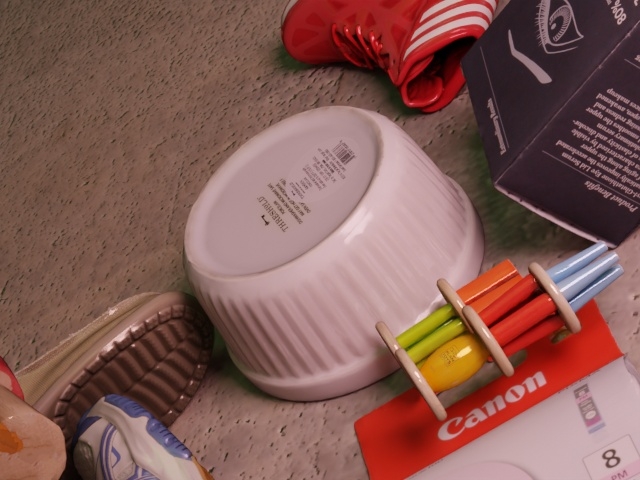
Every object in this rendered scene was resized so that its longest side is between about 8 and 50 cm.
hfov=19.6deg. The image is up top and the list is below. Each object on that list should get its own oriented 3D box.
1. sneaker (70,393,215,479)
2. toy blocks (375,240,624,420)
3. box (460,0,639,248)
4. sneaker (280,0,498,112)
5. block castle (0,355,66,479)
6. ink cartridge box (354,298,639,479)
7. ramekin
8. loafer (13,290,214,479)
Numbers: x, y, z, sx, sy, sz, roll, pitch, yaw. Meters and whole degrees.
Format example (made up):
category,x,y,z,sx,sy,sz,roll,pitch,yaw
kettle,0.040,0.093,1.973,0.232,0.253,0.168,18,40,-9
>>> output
category,x,y,z,sx,sy,sz,roll,pitch,yaw
sneaker,-0.106,0.200,1.167,0.131,0.112,0.296,-45,35,-10
toy blocks,0.115,0.043,1.178,0.148,0.054,0.123,-33,15,-1
box,0.201,-0.126,1.210,0.207,0.108,0.153,-50,28,29
sneaker,0.043,-0.158,1.470,0.221,0.087,0.128,-20,45,42
block castle,-0.389,0.224,1.149,0.453,0.303,0.213,-61,30,-6
ink cartridge box,0.107,0.125,1.116,0.189,0.066,0.232,-31,39,9
ramekin,0.000,0.000,1.304,0.207,0.109,0.207,-24,36,19
loafer,-0.193,0.127,1.335,0.268,0.102,0.092,-43,41,-7
